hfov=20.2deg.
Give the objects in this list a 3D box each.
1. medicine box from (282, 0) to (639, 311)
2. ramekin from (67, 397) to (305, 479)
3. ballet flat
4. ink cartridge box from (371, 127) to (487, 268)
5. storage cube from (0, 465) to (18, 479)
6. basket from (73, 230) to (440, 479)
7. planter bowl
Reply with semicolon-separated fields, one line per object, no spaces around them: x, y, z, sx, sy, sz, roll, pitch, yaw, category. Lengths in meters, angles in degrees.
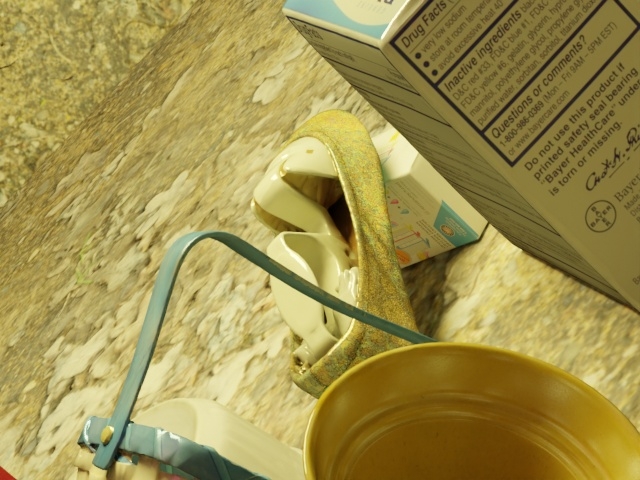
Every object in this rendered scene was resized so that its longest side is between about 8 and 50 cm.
0.145;-0.111;1.293;0.149;0.289;0.263;-47;19;-2;medicine box
-0.124;0.243;1.390;0.273;0.127;0.273;-40;21;18;ramekin
0.000;0.000;1.468;0.123;0.123;0.348;-37;42;23;ballet flat
0.079;-0.041;1.591;0.143;0.092;0.090;-25;29;49;ink cartridge box
-0.325;0.294;1.604;0.183;0.193;0.215;-48;18;-7;storage cube
-0.036;0.167;1.191;0.201;0.255;0.289;-6;62;58;basket
0.091;0.167;1.084;0.217;0.217;0.090;-71;-8;-50;planter bowl
